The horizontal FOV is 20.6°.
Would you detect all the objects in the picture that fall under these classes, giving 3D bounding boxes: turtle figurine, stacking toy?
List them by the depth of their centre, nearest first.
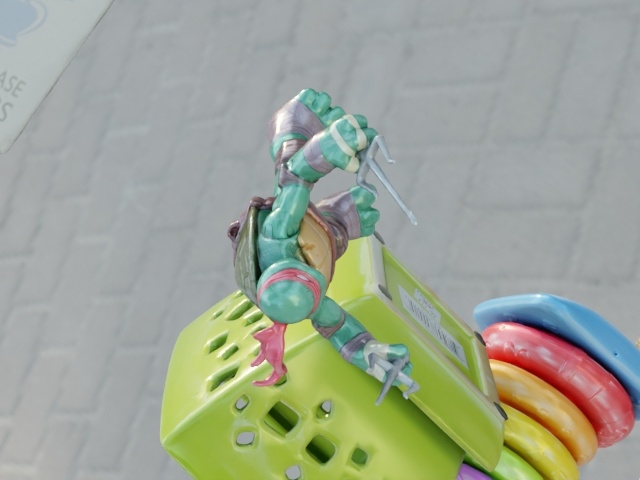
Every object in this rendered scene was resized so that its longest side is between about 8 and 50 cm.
[{"bbox_3d":[0.000,0.000,1.117,0.118,0.175,0.234,-3,26,1],"label":"turtle figurine"},{"bbox_3d":[0.159,0.207,1.579,0.302,0.175,0.165,-54,14,-20],"label":"stacking toy"}]

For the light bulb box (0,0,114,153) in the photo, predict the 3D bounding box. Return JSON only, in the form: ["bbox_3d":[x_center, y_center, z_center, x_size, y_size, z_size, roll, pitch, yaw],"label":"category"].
[{"bbox_3d":[-0.176,-0.288,0.612,0.361,0.358,0.225,-55,43,3],"label":"light bulb box"}]

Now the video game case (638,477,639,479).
[{"bbox_3d":[0.252,0.102,1.094,0.036,0.300,0.329,32,92,14],"label":"video game case"}]

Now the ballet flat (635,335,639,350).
[{"bbox_3d":[0.345,0.136,1.617,0.206,0.073,0.067,-106,28,-52],"label":"ballet flat"}]

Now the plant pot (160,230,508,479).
[{"bbox_3d":[0.021,0.131,1.473,0.207,0.228,0.227,-41,16,13],"label":"plant pot"}]
